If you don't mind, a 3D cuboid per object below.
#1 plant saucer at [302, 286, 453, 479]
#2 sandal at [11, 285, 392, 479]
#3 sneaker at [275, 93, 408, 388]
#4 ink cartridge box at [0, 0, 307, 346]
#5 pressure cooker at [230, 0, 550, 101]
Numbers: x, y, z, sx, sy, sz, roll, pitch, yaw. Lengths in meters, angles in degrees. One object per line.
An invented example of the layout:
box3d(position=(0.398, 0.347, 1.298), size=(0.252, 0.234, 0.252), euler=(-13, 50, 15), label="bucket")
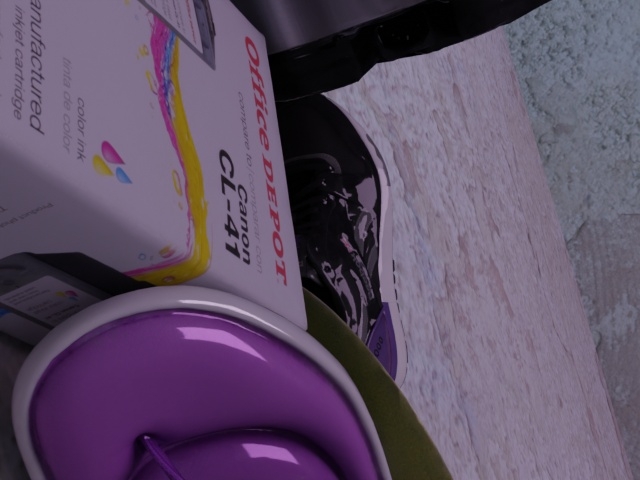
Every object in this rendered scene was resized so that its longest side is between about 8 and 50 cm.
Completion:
box3d(position=(0.011, 0.135, 0.788), size=(0.241, 0.037, 0.241), euler=(47, -22, 25), label="plant saucer")
box3d(position=(-0.008, 0.186, 0.633), size=(0.102, 0.169, 0.416), euler=(43, -13, 54), label="sandal")
box3d(position=(0.000, 0.000, 0.947), size=(0.124, 0.107, 0.283), euler=(14, 60, -65), label="sneaker")
box3d(position=(-0.138, -0.076, 0.598), size=(0.306, 0.131, 0.226), euler=(37, 39, -56), label="ink cartridge box")
box3d(position=(-0.003, -0.351, 0.841), size=(0.370, 0.375, 0.420), euler=(-64, 134, -63), label="pressure cooker")
